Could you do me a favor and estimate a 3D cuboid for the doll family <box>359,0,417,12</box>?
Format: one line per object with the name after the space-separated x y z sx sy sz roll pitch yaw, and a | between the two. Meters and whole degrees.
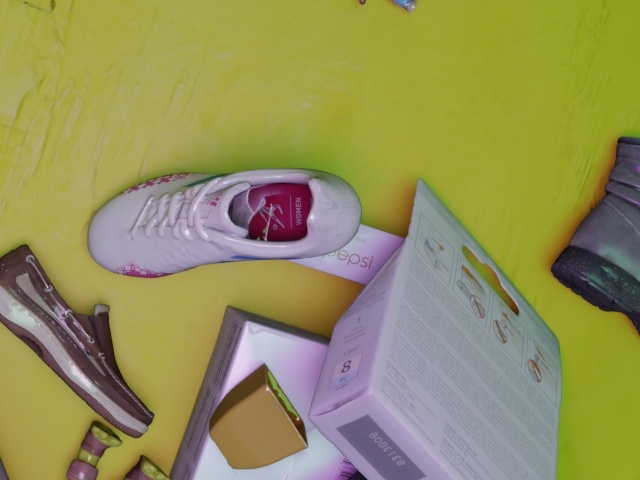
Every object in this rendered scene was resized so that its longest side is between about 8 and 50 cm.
0.103 -0.362 1.324 0.111 0.076 0.193 27 83 -33 | doll family

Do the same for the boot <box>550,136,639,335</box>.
0.476 0.031 1.432 0.338 0.118 0.222 36 81 -18 | boot

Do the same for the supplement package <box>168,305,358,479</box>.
-0.045 0.234 1.301 0.204 0.145 0.261 19 90 -14 | supplement package

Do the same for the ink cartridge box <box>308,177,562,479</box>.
0.148 0.151 1.267 0.091 0.385 0.308 -30 114 30 | ink cartridge box

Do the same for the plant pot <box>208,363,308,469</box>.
-0.071 0.192 1.179 0.083 0.081 0.081 -31 101 1 | plant pot

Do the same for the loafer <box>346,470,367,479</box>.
0.038 0.296 1.219 0.220 0.078 0.080 -18 70 -27 | loafer

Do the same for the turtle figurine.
-0.271 0.331 1.280 0.269 0.087 0.217 37 80 7 | turtle figurine

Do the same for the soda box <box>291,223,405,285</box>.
0.000 0.000 1.330 0.216 0.074 0.069 17 90 -14 | soda box

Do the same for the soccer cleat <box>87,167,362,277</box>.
-0.122 -0.029 1.204 0.331 0.143 0.116 -7 81 19 | soccer cleat

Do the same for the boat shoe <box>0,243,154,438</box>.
-0.269 0.109 1.266 0.095 0.095 0.257 -46 103 -12 | boat shoe

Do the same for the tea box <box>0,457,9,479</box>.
-0.477 0.302 1.118 0.324 0.220 0.329 -24 79 -9 | tea box
